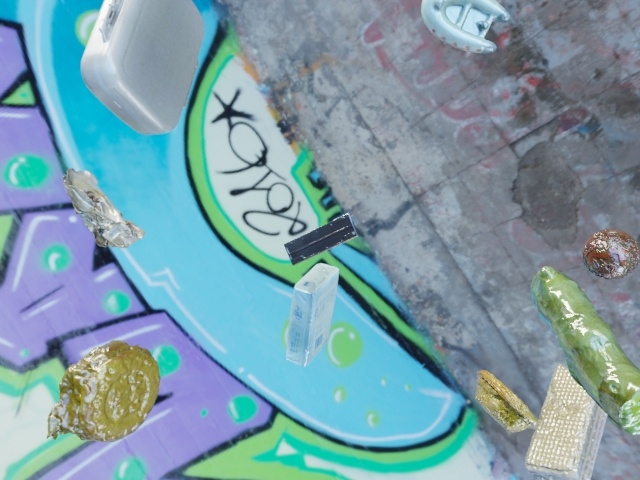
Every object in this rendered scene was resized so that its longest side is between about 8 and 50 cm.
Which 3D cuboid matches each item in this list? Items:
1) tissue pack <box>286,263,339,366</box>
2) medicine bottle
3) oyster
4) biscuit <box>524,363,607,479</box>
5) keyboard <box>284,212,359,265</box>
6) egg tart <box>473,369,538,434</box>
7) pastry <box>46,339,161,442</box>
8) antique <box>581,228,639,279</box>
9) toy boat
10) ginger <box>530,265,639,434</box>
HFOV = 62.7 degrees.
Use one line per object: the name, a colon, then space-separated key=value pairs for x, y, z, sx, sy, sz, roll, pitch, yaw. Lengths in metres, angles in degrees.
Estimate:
tissue pack: x=-0.025 y=0.219 z=1.571 sx=0.089 sy=0.177 sz=0.263 roll=16 pitch=118 yaw=21
medicine bottle: x=-0.399 y=-0.448 z=1.219 sx=0.123 sy=0.375 sz=0.282 roll=-3 pitch=154 yaw=23
oyster: x=-0.545 y=-0.068 z=1.284 sx=0.232 sy=0.107 sz=0.161 roll=50 pitch=-171 yaw=-26
biscuit: x=0.462 y=0.334 z=0.973 sx=0.062 sy=0.239 sz=0.108 roll=47 pitch=148 yaw=-18
keyboard: x=0.000 y=0.000 z=1.357 sx=0.202 sy=0.011 sz=0.067 roll=-25 pitch=84 yaw=21
egg tart: x=0.419 y=0.379 z=1.213 sx=0.191 sy=0.074 sz=0.191 roll=47 pitch=178 yaw=2
pastry: x=-0.498 y=0.360 z=1.255 sx=0.132 sy=0.240 sz=0.235 roll=6 pitch=165 yaw=21
antique: x=0.553 y=0.028 z=1.001 sx=0.104 sy=0.104 sz=0.104 roll=30 pitch=136 yaw=33
toy boat: x=0.335 y=-0.523 z=1.226 sx=0.208 sy=0.079 sz=0.134 roll=25 pitch=103 yaw=-2
ginger: x=0.395 y=0.151 z=0.789 sx=0.089 sy=0.137 sz=0.290 roll=-39 pitch=46 yaw=19
